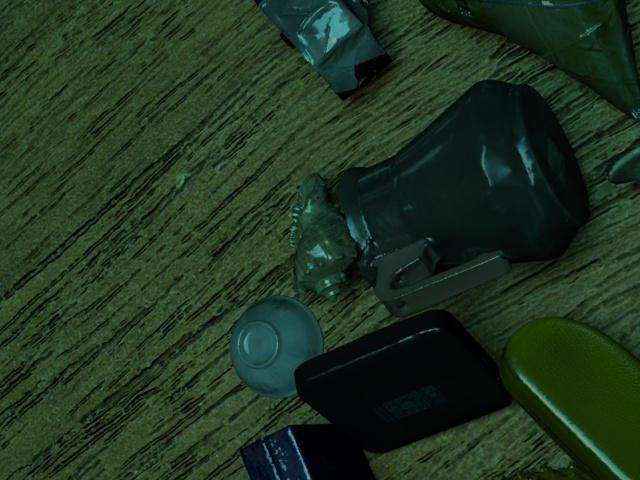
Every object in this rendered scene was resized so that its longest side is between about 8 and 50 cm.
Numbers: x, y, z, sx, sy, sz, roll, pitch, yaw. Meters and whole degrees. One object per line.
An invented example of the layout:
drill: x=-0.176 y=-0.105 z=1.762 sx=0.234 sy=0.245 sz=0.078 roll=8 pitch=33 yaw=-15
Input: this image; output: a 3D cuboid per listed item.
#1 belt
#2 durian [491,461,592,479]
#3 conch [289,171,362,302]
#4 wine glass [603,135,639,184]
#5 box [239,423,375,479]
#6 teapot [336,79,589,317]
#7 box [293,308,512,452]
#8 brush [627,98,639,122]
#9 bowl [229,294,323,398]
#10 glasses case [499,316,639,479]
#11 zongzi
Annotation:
belt: x=0.005 y=-0.398 z=2.087 sx=0.164 sy=0.184 sz=0.289 roll=-40 pitch=75 yaw=8
durian: x=0.373 y=0.444 z=1.847 sx=0.341 sy=0.112 sz=0.191 roll=6 pitch=85 yaw=23
conch: x=0.000 y=0.000 z=2.047 sx=0.178 sy=0.163 sz=0.245 roll=-29 pitch=63 yaw=38
wine glass: x=0.584 y=0.005 z=1.784 sx=0.190 sy=0.190 sz=0.357 roll=-30 pitch=69 yaw=16
box: x=0.013 y=0.437 z=1.908 sx=0.116 sy=0.279 sz=0.261 roll=-28 pitch=73 yaw=17
teapot: x=0.216 y=-0.046 z=1.870 sx=0.361 sy=0.305 sz=0.376 roll=-25 pitch=32 yaw=27
box: x=0.137 y=0.235 z=1.890 sx=0.289 sy=0.290 sz=0.073 roll=-25 pitch=48 yaw=20
brush: x=0.579 y=-0.258 z=1.882 sx=0.190 sy=0.027 sz=0.034 roll=-35 pitch=72 yaw=-2
bowl: x=-0.096 y=0.187 z=2.096 sx=0.189 sy=0.086 sz=0.189 roll=-4 pitch=81 yaw=22
glasses case: x=0.446 y=0.271 z=1.810 sx=0.173 sy=0.141 sz=0.371 roll=-39 pitch=66 yaw=-12
zongzi: x=0.351 y=-0.358 z=1.970 sx=0.356 sy=0.174 sz=0.393 roll=-7 pitch=106 yaw=36
